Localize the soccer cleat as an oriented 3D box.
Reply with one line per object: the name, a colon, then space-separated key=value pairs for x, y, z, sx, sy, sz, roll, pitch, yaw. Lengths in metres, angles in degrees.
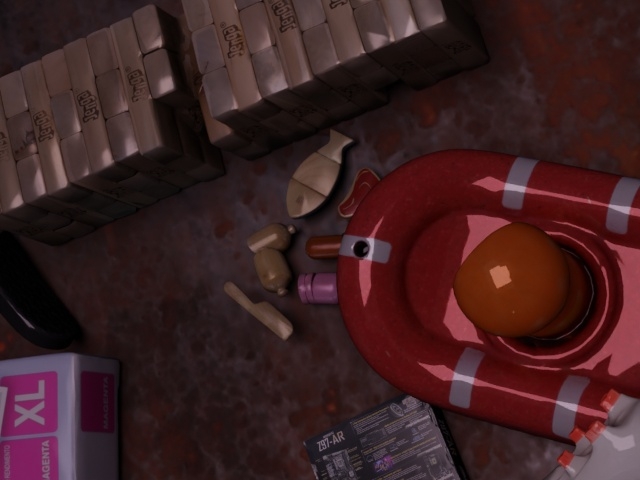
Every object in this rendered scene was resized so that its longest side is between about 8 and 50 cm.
soccer cleat: x=0.132 y=0.155 z=0.847 sx=0.076 sy=0.068 sz=0.196 roll=37 pitch=133 yaw=3

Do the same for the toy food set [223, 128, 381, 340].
toy food set: x=0.000 y=0.000 z=0.994 sx=0.078 sy=0.019 sz=0.122 roll=38 pitch=89 yaw=25

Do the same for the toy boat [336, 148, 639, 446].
toy boat: x=0.112 y=0.026 z=0.863 sx=0.231 sy=0.151 sz=0.151 roll=13 pitch=86 yaw=26

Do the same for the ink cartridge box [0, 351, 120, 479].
ink cartridge box: x=-0.277 y=0.180 z=1.064 sx=0.311 sy=0.065 sz=0.185 roll=-8 pitch=77 yaw=25

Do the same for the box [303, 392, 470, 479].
box: x=0.039 y=0.132 z=0.951 sx=0.083 sy=0.018 sz=0.067 roll=-29 pitch=70 yaw=17

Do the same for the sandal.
sandal: x=-0.230 y=0.014 z=1.071 sx=0.179 sy=0.067 sz=0.040 roll=49 pitch=113 yaw=21

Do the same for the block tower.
block tower: x=-0.072 y=-0.096 z=1.003 sx=0.335 sy=0.097 sz=0.091 roll=-21 pitch=73 yaw=18
